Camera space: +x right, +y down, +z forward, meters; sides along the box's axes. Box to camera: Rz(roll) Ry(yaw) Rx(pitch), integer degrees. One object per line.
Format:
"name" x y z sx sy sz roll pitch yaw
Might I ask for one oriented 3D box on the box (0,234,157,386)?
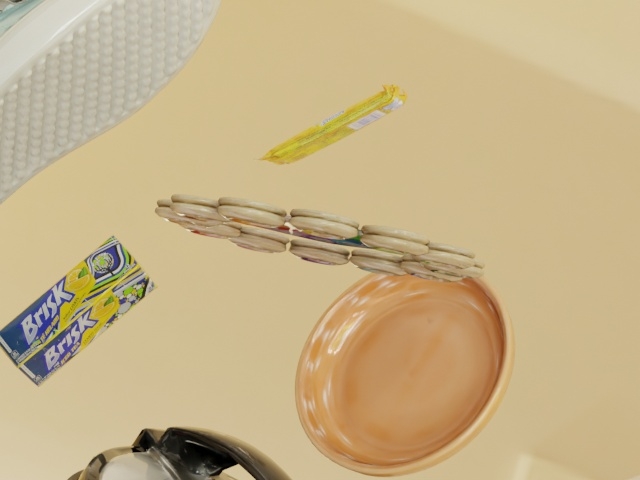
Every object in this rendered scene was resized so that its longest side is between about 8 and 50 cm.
"box" -0.261 0.076 2.063 0.054 0.169 0.059 46 -6 31

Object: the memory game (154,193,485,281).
"memory game" 0.000 0.000 1.065 0.186 0.012 0.186 11 -6 1

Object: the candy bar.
"candy bar" 0.012 -0.105 1.823 0.161 0.018 0.040 -27 -21 26

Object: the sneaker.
"sneaker" -0.245 -0.128 1.426 0.150 0.366 0.135 57 6 29

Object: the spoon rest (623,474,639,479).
"spoon rest" 0.098 0.182 0.904 0.276 0.137 0.084 -13 -27 40

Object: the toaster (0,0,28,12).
"toaster" -0.312 -0.222 1.623 0.186 0.168 0.110 23 3 -32

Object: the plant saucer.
"plant saucer" 0.074 0.109 1.620 0.200 0.200 0.037 6 -26 35

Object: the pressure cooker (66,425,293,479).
"pressure cooker" -0.138 0.399 1.838 0.370 0.420 0.375 33 13 4
